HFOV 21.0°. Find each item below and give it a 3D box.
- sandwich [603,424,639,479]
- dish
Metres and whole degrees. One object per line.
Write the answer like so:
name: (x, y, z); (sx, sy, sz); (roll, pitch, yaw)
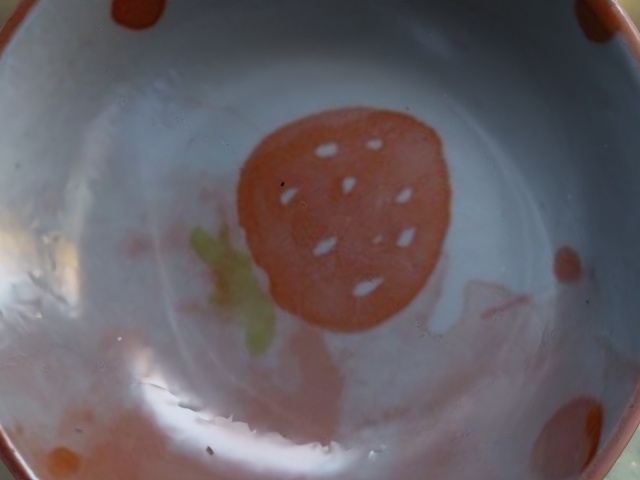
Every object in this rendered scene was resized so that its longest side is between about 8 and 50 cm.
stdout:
sandwich: (0.134, 0.127, 1.072); (0.325, 0.262, 0.131); (-27, -10, -7)
dish: (0.000, 0.000, 0.616); (0.260, 0.260, 0.085); (7, -2, 13)
